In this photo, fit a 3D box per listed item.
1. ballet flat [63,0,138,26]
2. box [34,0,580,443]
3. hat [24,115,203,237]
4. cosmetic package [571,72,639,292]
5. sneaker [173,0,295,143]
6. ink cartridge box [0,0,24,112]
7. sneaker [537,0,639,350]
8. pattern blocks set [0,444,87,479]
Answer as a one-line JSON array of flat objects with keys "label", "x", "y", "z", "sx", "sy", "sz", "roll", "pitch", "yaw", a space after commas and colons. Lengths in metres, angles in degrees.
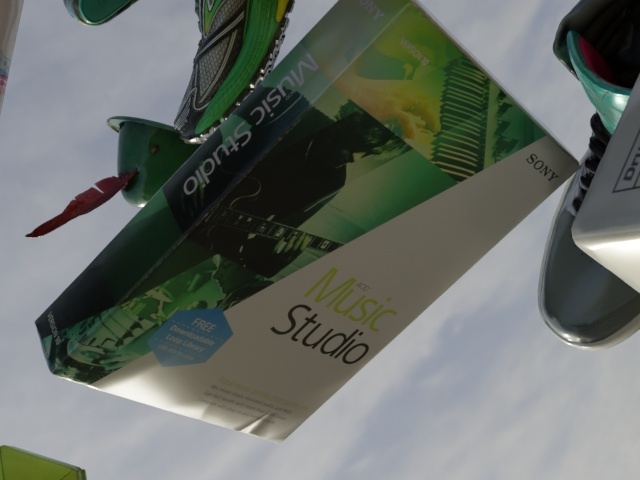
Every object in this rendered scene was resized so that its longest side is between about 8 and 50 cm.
[{"label": "ballet flat", "x": -0.183, "y": -0.285, "z": 0.990, "sx": 0.188, "sy": 0.070, "sz": 0.070, "roll": -33, "pitch": -41, "yaw": -21}, {"label": "box", "x": 0.000, "y": 0.000, "z": 0.660, "sx": 0.322, "sy": 0.058, "sz": 0.232, "roll": -46, "pitch": -41, "yaw": 14}, {"label": "hat", "x": -0.236, "y": -0.051, "z": 1.286, "sx": 0.173, "sy": 0.209, "sz": 0.183, "roll": 27, "pitch": -103, "yaw": -44}, {"label": "cosmetic package", "x": 0.229, "y": -0.050, "z": 0.251, "sx": 0.113, "sy": 0.309, "sz": 0.160, "roll": 34, "pitch": -106, "yaw": -17}, {"label": "sneaker", "x": -0.108, "y": -0.280, "z": 1.169, "sx": 0.134, "sy": 0.146, "sz": 0.343, "roll": -129, "pitch": 58, "yaw": -87}, {"label": "ink cartridge box", "x": -0.307, "y": -0.099, "z": 0.587, "sx": 0.117, "sy": 0.202, "sz": 0.278, "roll": 44, "pitch": -129, "yaw": -69}, {"label": "sneaker", "x": 0.207, "y": -0.062, "z": 0.635, "sx": 0.178, "sy": 0.124, "sz": 0.295, "roll": 10, "pitch": -74, "yaw": -55}, {"label": "pattern blocks set", "x": -0.196, "y": 0.249, "z": 0.501, "sx": 0.026, "sy": 0.325, "sz": 0.285, "roll": 74, "pitch": -154, "yaw": -74}]
